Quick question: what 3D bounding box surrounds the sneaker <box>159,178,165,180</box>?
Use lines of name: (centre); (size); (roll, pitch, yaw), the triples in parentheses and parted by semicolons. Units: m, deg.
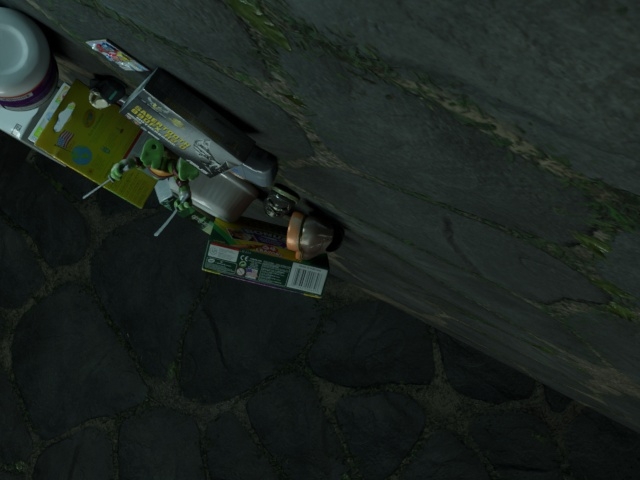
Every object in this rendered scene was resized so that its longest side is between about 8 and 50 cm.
sneaker: (-0.586, -0.269, 2.063); (0.319, 0.131, 0.112); (45, 171, -12)

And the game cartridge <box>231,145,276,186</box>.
game cartridge: (-0.235, -0.215, 1.587); (0.297, 0.062, 0.198); (29, 170, 1)

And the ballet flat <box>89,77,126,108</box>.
ballet flat: (-0.515, -0.347, 1.681); (0.074, 0.074, 0.203); (32, 173, -31)

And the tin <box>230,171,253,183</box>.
tin: (-0.236, -0.203, 1.761); (0.189, 0.040, 0.106); (31, 177, -24)

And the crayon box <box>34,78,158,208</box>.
crayon box: (-0.554, -0.249, 1.841); (0.318, 0.202, 0.081); (35, 171, -34)

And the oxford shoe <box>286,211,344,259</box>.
oxford shoe: (0.000, 0.000, 1.968); (0.132, 0.130, 0.363); (10, 180, 8)

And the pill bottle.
pill bottle: (-0.682, -0.387, 1.574); (0.181, 0.181, 0.323); (30, 174, -15)

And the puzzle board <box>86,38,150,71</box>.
puzzle board: (-0.387, -0.349, 1.350); (0.096, 0.011, 0.128); (33, 173, -35)

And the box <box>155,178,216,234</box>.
box: (-0.444, -0.165, 2.343); (0.322, 0.058, 0.232); (37, -154, -58)

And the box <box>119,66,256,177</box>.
box: (-0.261, -0.220, 1.383); (0.231, 0.056, 0.183); (36, 160, -22)

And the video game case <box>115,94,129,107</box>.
video game case: (-0.469, -0.327, 1.862); (0.201, 0.023, 0.183); (35, 172, -38)

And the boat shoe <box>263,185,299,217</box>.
boat shoe: (-0.112, -0.095, 1.899); (0.080, 0.073, 0.223); (30, 174, -8)

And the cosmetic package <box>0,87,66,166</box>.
cosmetic package: (-0.950, -0.415, 2.429); (0.156, 0.217, 0.385); (28, 172, 6)

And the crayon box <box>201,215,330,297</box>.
crayon box: (-0.163, 0.034, 2.190); (0.363, 0.106, 0.313); (14, -162, -8)

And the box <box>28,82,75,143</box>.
box: (-0.776, -0.358, 2.140); (0.114, 0.203, 0.103); (33, 172, -21)

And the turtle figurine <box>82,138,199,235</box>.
turtle figurine: (-0.404, -0.136, 1.743); (0.198, 0.274, 0.266); (51, 158, -9)

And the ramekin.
ramekin: (-0.329, -0.157, 2.129); (0.273, 0.127, 0.273); (28, 174, 3)
